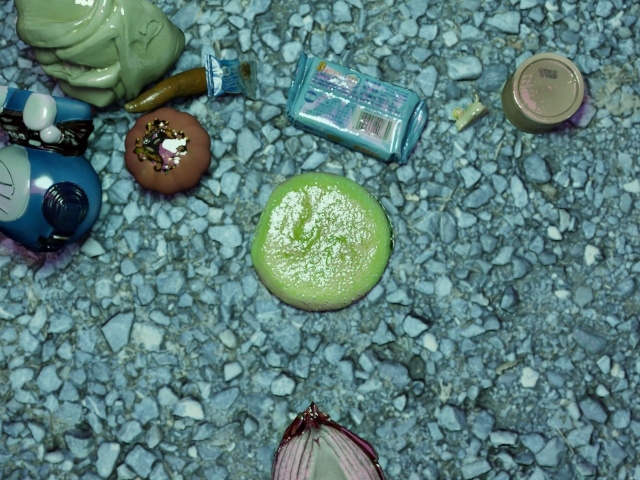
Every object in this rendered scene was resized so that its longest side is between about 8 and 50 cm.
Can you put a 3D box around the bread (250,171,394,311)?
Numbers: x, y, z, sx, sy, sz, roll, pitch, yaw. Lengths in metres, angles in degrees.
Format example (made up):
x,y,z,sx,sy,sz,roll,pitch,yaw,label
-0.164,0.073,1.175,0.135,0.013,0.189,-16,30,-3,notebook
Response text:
x,y,z,sx,sy,sz,roll,pitch,yaw,label
0.005,0.004,1.726,0.302,0.045,0.301,0,85,-1,bread

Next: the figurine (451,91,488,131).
x,y,z,sx,sy,sz,roll,pitch,yaw,label
0.309,-0.270,1.758,0.083,0.047,0.050,-38,71,3,figurine

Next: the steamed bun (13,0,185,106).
x,y,z,sx,sy,sz,roll,pitch,yaw,label
-0.448,-0.385,1.628,0.310,0.324,0.219,20,89,10,steamed bun

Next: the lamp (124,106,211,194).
x,y,z,sx,sy,sz,roll,pitch,yaw,label
-0.312,-0.183,1.695,0.182,0.140,0.181,0,87,2,lamp

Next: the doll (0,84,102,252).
x,y,z,sx,sy,sz,roll,pitch,yaw,label
-0.543,-0.131,1.629,0.240,0.284,0.309,4,100,-42,doll

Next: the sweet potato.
x,y,z,sx,sy,sz,roll,pitch,yaw,label
-0.283,-0.317,1.706,0.265,0.057,0.057,-25,84,-32,sweet potato

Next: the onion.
x,y,z,sx,sy,sz,roll,pitch,yaw,label
0.011,0.452,1.642,0.227,0.120,0.283,-10,88,1,onion

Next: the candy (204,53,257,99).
x,y,z,sx,sy,sz,roll,pitch,yaw,label
-0.182,-0.337,1.734,0.136,0.038,0.088,-4,85,-45,candy

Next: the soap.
x,y,z,sx,sy,sz,roll,pitch,yaw,label
0.071,-0.271,1.736,0.293,0.077,0.156,22,84,1,soap

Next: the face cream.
x,y,z,sx,sy,sz,roll,pitch,yaw,label
0.458,-0.303,1.727,0.149,0.104,0.149,0,85,0,face cream
